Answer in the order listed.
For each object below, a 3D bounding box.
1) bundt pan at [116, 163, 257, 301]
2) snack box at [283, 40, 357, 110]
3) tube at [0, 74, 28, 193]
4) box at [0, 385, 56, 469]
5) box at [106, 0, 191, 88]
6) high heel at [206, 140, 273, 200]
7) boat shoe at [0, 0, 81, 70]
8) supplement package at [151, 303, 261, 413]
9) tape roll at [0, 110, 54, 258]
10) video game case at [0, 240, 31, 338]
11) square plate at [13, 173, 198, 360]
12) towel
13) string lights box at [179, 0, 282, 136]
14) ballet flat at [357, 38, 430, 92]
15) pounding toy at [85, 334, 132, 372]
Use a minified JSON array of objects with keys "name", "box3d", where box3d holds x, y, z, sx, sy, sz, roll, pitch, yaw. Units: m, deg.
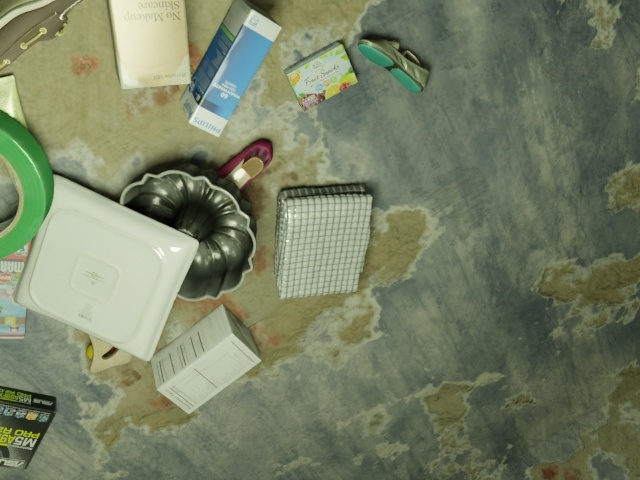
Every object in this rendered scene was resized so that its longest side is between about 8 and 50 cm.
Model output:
[{"name":"bundt pan","box3d":[-0.290,-0.032,1.533,0.330,0.124,0.331,5,121,8]},{"name":"snack box","box3d":[0.001,-0.371,1.535,0.141,0.037,0.100,-30,125,-1]},{"name":"tube","box3d":[-0.628,-0.211,1.385,0.070,0.062,0.240,-46,136,-44]},{"name":"box","box3d":[-0.841,0.468,1.721,0.270,0.060,0.216,22,110,-31]},{"name":"box","box3d":[-0.335,-0.460,1.297,0.147,0.121,0.311,-10,123,-16]},{"name":"high heel","box3d":[-0.212,-0.150,1.593,0.244,0.117,0.082,-37,107,27]},{"name":"boat shoe","box3d":[-0.528,-0.414,1.248,0.324,0.117,0.097,-29,144,8]},{"name":"supplement package","box3d":[-0.303,0.311,1.786,0.244,0.134,0.139,-36,126,3]},{"name":"tape roll","box3d":[-0.705,-0.113,1.354,0.321,0.077,0.322,-2,119,-4]},{"name":"video game case","box3d":[-0.772,0.103,1.541,0.203,0.025,0.285,4,119,-23]},{"name":"square plate","box3d":[-0.487,0.077,1.502,0.347,0.049,0.344,25,111,-3]},{"name":"towel","box3d":[0.000,0.000,1.722,0.234,0.121,0.284,-5,121,-20]},{"name":"string lights box","box3d":[-0.192,-0.361,1.407,0.076,0.133,0.260,22,111,-32]},{"name":"ballet flat","box3d":[0.171,-0.419,1.565,0.213,0.072,0.068,29,79,-34]},{"name":"pounding toy","box3d":[-0.518,0.206,1.624,0.154,0.155,0.270,2,117,-24]}]
